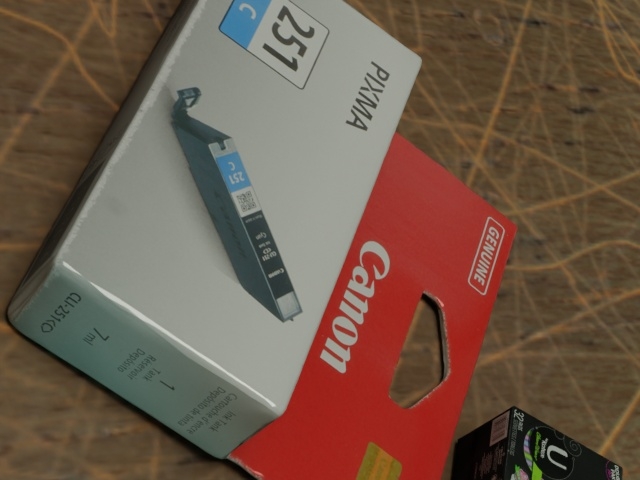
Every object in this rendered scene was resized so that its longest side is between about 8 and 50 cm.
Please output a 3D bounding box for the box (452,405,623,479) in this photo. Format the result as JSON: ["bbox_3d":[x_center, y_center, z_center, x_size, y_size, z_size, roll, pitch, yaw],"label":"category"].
[{"bbox_3d":[0.121,0.143,1.013,0.083,0.052,0.062,31,47,-21],"label":"box"}]

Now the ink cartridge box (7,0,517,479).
[{"bbox_3d":[0.000,0.000,1.002,0.261,0.066,0.296,36,45,-14],"label":"ink cartridge box"}]
